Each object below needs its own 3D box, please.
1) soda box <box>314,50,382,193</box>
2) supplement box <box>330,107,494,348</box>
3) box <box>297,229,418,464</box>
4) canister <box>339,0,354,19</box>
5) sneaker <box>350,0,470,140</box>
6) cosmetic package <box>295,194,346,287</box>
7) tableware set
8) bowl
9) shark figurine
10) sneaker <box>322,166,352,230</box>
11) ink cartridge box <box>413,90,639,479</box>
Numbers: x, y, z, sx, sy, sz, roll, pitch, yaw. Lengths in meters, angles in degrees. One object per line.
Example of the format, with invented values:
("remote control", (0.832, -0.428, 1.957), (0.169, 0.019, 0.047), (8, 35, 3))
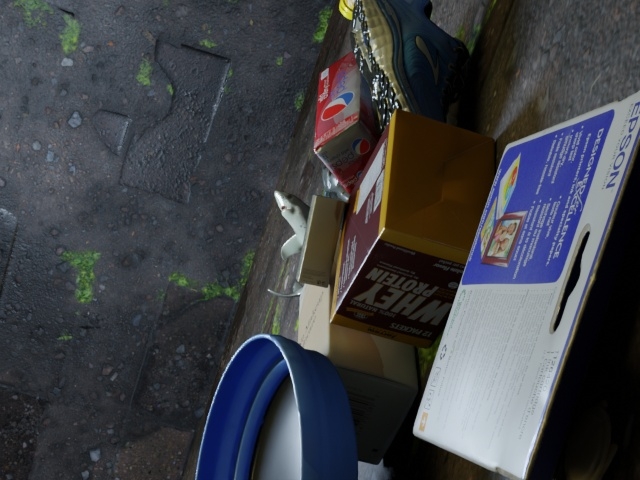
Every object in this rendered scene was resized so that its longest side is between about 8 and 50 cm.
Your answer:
("soda box", (0.052, -0.182, 1.552), (0.083, 0.092, 0.263), (-31, 26, 21))
("supplement box", (0.109, -0.011, 1.260), (0.194, 0.129, 0.191), (117, 165, -49))
("box", (0.044, 0.132, 1.418), (0.311, 0.121, 0.148), (-90, 19, -58))
("canister", (0.122, -0.494, 2.032), (0.170, 0.126, 0.073), (123, 162, -54))
("sneaker", (0.143, -0.212, 1.415), (0.129, 0.147, 0.330), (98, 162, -60))
("cosmetic package", (0.000, 0.000, 1.367), (0.060, 0.041, 0.115), (-129, 51, -84))
("tableware set", (0.189, 0.208, 0.759), (0.168, 0.020, 0.141), (-90, 20, -63))
("bowl", (-0.061, 0.307, 1.240), (0.391, 0.077, 0.391), (-170, 90, -70))
("shark figurine", (-0.006, 0.022, 2.082), (0.116, 0.166, 0.278), (-49, -29, -42))
("sneaker", (0.081, -0.041, 1.621), (0.341, 0.125, 0.139), (-123, 28, -79))
("ink cartridge box", (0.186, 0.046, 0.876), (0.307, 0.072, 0.303), (169, 122, -78))
